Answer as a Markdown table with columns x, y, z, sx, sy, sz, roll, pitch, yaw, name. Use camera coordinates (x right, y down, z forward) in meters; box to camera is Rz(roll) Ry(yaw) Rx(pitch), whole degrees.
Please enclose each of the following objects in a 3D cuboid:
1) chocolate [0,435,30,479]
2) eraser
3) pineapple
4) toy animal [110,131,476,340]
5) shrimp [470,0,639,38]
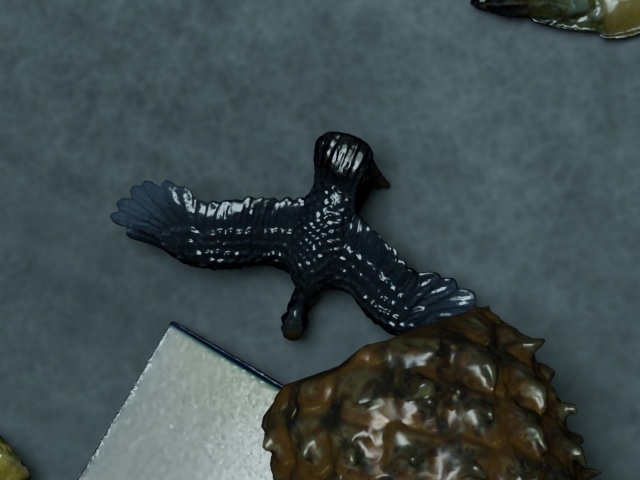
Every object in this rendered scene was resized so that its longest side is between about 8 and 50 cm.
| x | y | z | sx | sy | sz | roll | pitch | yaw | name |
| --- | --- | --- | --- | --- | --- | --- | --- | --- | --- |
| -0.244 | 0.183 | 0.975 | 0.219 | 0.085 | 0.086 | -40 | 74 | -4 | chocolate |
| -0.072 | 0.132 | 0.976 | 0.104 | 0.023 | 0.150 | 29 | 85 | 15 | eraser |
| 0.085 | 0.219 | 0.863 | 0.165 | 0.165 | 0.365 | -19 | 77 | 6 | pineapple |
| 0.000 | 0.000 | 0.970 | 0.220 | 0.062 | 0.108 | 22 | 83 | 8 | toy animal |
| 0.128 | -0.189 | 0.996 | 0.217 | 0.051 | 0.150 | 18 | 89 | 10 | shrimp |
